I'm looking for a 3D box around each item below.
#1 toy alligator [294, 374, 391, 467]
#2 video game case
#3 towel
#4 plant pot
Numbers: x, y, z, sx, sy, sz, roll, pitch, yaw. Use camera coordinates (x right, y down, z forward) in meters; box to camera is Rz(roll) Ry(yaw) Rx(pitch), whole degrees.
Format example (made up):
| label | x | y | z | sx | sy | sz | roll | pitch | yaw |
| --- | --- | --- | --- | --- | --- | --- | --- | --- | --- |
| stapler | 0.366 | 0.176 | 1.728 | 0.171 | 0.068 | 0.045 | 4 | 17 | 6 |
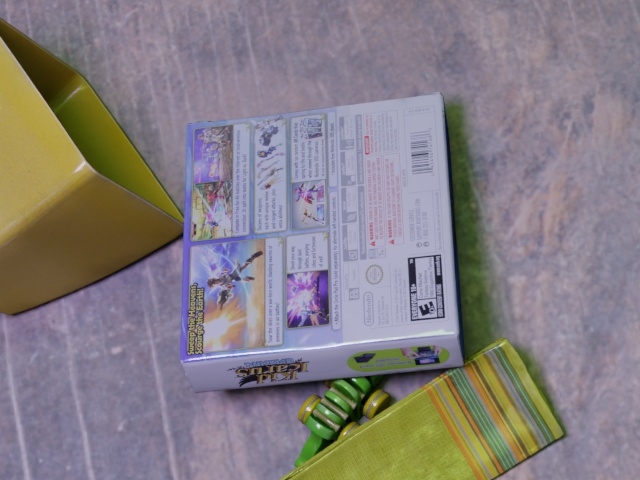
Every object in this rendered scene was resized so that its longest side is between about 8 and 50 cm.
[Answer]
| label | x | y | z | sx | sy | sz | roll | pitch | yaw |
| --- | --- | --- | --- | --- | --- | --- | --- | --- | --- |
| toy alligator | 0.036 | 0.125 | 1.718 | 0.056 | 0.051 | 0.189 | 35 | 78 | 21 |
| video game case | 0.000 | 0.000 | 1.747 | 0.244 | 0.061 | 0.269 | -6 | 55 | 7 |
| towel | 0.089 | 0.187 | 1.682 | 0.237 | 0.021 | 0.102 | -32 | 86 | -4 |
| plant pot | -0.284 | -0.053 | 1.780 | 0.187 | 0.212 | 0.212 | -40 | 66 | 8 |
